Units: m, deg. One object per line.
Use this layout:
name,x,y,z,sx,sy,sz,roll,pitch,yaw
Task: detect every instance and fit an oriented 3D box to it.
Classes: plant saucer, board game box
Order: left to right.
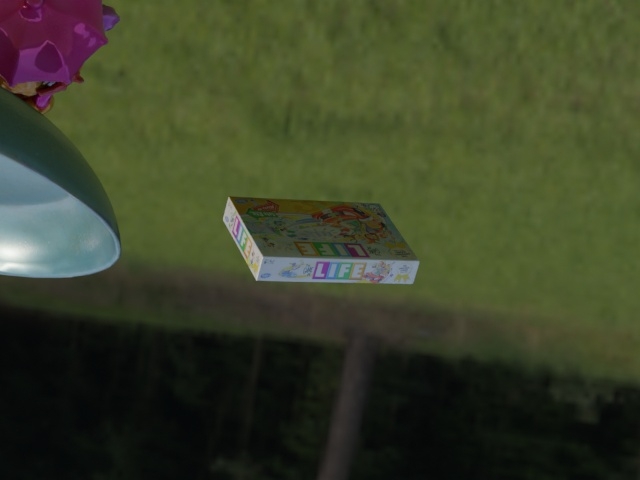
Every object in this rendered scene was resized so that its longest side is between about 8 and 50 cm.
plant saucer,-0.245,-0.054,0.896,0.317,0.044,0.317,13,164,4
board game box,0.000,0.000,1.679,0.154,0.026,0.103,2,-149,-24

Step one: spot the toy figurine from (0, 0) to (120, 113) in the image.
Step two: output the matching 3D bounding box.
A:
toy figurine,-0.179,-0.108,1.090,0.159,0.130,0.173,-24,173,36
